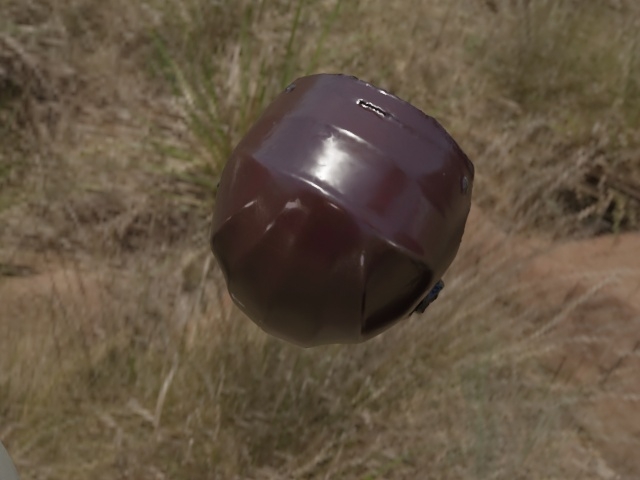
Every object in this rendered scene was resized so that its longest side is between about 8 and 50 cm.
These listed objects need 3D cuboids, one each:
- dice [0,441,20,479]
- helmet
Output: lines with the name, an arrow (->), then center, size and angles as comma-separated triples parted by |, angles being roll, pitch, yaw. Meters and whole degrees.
dice -> -0.160, 0.179, 0.241 | 0.277, 0.304, 0.304 | -17, 68, -4
helmet -> 0.000, 0.000, 0.541 | 0.098, 0.123, 0.070 | 29, 41, 6
